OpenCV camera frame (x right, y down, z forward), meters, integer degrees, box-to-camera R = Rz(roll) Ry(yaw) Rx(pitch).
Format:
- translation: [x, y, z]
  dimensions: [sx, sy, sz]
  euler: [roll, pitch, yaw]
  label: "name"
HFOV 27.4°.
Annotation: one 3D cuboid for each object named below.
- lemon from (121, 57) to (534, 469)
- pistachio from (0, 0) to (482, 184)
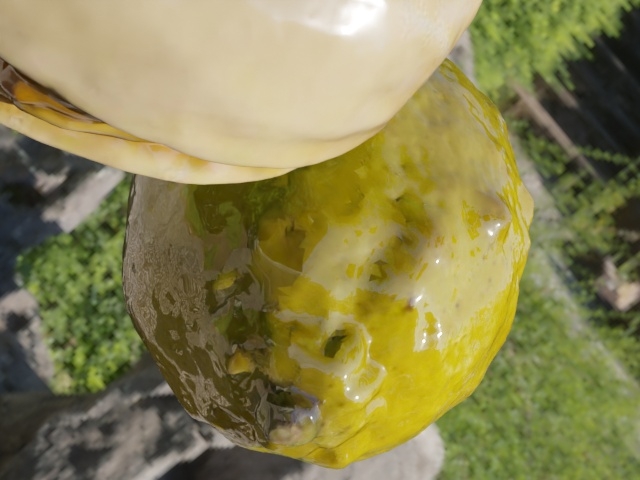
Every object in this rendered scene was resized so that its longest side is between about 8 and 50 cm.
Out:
- translation: [0.000, -0.005, 0.847]
  dimensions: [0.285, 0.285, 0.316]
  euler: [53, 18, 10]
  label: "lemon"
- translation: [-0.052, -0.099, 0.463]
  dimensions: [0.230, 0.157, 0.157]
  euler: [4, 40, -28]
  label: "pistachio"
